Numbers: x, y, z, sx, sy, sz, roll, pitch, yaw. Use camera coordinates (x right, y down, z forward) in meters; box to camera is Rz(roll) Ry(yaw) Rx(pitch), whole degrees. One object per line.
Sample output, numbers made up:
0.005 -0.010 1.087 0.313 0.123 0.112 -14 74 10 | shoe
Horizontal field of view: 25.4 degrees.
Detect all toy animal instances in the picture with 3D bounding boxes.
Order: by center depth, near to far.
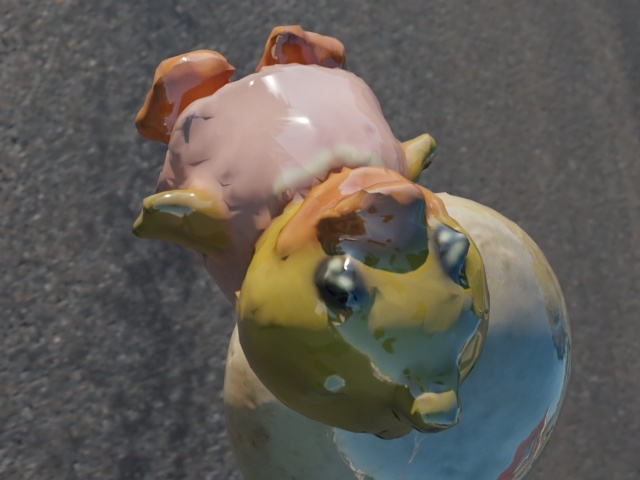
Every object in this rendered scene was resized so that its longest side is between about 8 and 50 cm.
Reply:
0.001 0.004 0.822 0.281 0.195 0.169 -129 -151 -47 | toy animal

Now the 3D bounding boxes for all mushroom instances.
0.063 0.119 1.374 0.362 0.295 0.362 -14 117 -30 | mushroom
